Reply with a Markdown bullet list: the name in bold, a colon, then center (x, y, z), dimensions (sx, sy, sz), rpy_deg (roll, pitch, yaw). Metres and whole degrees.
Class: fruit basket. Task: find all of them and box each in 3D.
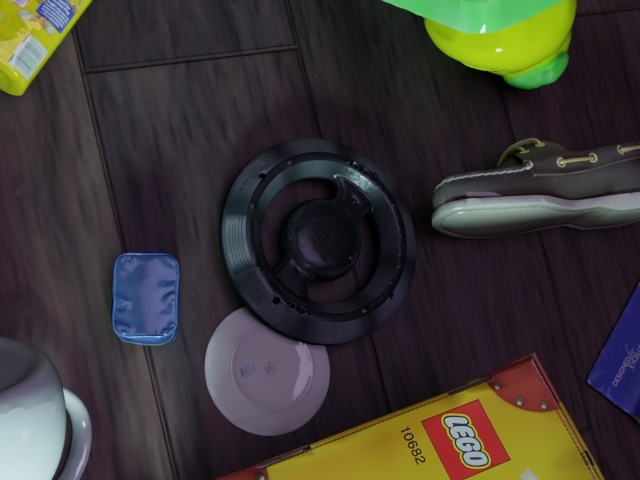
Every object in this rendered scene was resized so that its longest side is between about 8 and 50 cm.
- **fruit basket**: center (0.157, -0.301, 1.373), dimensions (0.283, 0.392, 0.392), rpy_deg (-29, 90, -26)

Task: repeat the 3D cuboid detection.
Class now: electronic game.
- **electronic game**: center (0.000, 0.000, 1.354), dimensions (0.229, 0.048, 0.229), rpy_deg (6, 74, -23)

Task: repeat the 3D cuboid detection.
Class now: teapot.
- **teapot**: center (-0.333, 0.199, 1.087), dimensions (0.256, 0.252, 0.187), rpy_deg (-4, 105, -8)

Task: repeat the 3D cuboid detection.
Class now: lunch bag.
- **lunch bag**: center (-0.175, 0.056, 1.259), dimensions (0.067, 0.065, 0.098), rpy_deg (3, 77, -6)

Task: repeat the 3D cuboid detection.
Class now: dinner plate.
- **dinner plate**: center (-0.053, 0.134, 1.319), dimensions (0.141, 0.017, 0.141), rpy_deg (5, 76, -20)

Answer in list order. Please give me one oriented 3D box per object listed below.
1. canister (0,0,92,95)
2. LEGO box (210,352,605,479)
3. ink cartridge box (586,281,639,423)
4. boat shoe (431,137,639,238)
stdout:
- **canister**: center (-0.304, -0.247, 1.270), dimensions (0.126, 0.073, 0.170), rpy_deg (36, 68, -12)
- **LEGO box**: center (0.137, 0.407, 1.154), dimensions (0.372, 0.193, 0.500), rpy_deg (-17, 67, -23)
- **ink cartridge box**: center (0.516, 0.142, 1.530), dimensions (0.307, 0.072, 0.304), rpy_deg (39, 67, -13)
- **boat shoe**: center (0.260, -0.065, 1.446), dimensions (0.324, 0.116, 0.097), rpy_deg (-4, 75, -28)
